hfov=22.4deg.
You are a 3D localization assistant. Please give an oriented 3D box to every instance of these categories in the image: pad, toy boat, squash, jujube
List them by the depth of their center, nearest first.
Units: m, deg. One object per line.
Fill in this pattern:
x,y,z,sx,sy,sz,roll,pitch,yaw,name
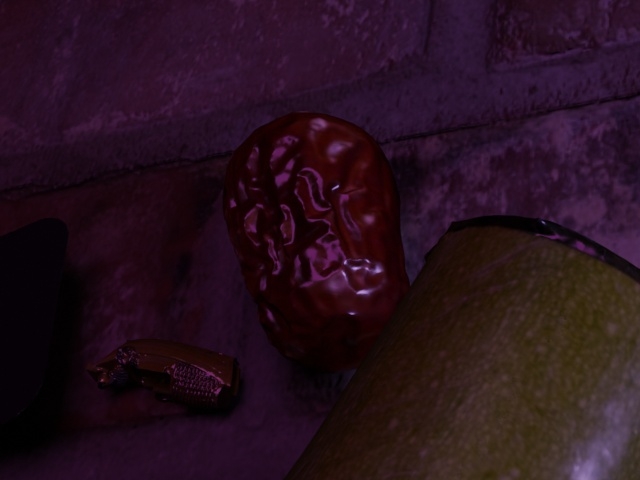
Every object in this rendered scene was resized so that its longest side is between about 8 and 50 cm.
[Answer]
0.094,0.204,1.055,0.263,0.263,0.384,13,56,34,squash
0.000,0.000,1.375,0.155,0.155,0.230,-21,50,6,jujube
-0.136,0.116,1.398,0.149,0.047,0.049,6,52,29,toy boat
-0.381,0.109,1.541,0.375,0.063,0.315,-20,44,22,pad
